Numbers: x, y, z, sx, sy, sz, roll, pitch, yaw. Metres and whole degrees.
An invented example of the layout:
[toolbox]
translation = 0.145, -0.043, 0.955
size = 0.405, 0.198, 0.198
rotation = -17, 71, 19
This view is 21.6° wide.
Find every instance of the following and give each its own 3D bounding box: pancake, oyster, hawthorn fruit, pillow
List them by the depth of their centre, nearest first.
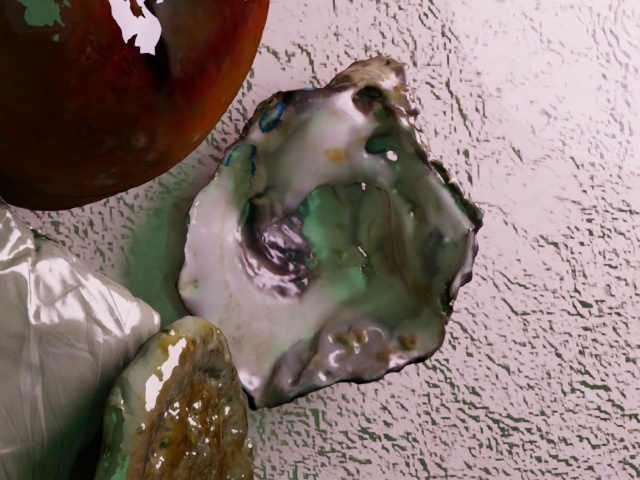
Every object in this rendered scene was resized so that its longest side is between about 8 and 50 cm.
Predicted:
[pillow]
translation = -0.250, 0.083, 0.943
size = 0.281, 0.076, 0.274
rotation = 40, 69, -28
[hawthorn fruit]
translation = -0.161, -0.155, 1.011
size = 0.267, 0.301, 0.268
rotation = 2, 85, -23
[pancake]
translation = -0.090, 0.165, 1.060
size = 0.037, 0.253, 0.254
rotation = 5, 86, 15
[oyster]
translation = 0.000, 0.000, 1.173
size = 0.223, 0.083, 0.214
rotation = -24, 87, 1

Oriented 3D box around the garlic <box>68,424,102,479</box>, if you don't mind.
[garlic]
translation = -0.239, 0.192, 1.065
size = 0.279, 0.132, 0.325
rotation = 34, 77, -13
